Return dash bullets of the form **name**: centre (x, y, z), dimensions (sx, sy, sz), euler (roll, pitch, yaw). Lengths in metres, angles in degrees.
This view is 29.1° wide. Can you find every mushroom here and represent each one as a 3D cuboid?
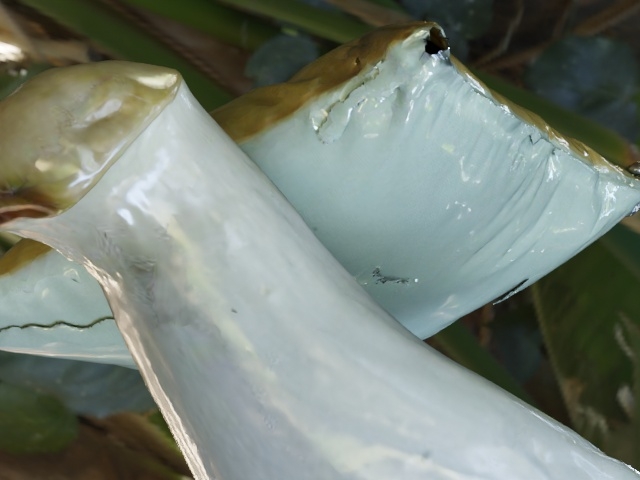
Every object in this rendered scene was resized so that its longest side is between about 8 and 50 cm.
- **mushroom**: centre (-0.005, 0.054, 0.521), dimensions (0.159, 0.329, 0.122), euler (-41, -168, 0)

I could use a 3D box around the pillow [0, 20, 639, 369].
- **pillow**: centre (0.000, 0.000, 0.691), dimensions (0.310, 0.312, 0.119), euler (14, 53, -58)
